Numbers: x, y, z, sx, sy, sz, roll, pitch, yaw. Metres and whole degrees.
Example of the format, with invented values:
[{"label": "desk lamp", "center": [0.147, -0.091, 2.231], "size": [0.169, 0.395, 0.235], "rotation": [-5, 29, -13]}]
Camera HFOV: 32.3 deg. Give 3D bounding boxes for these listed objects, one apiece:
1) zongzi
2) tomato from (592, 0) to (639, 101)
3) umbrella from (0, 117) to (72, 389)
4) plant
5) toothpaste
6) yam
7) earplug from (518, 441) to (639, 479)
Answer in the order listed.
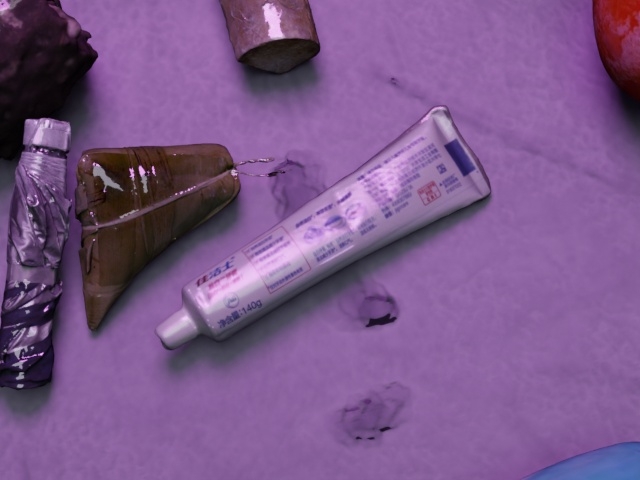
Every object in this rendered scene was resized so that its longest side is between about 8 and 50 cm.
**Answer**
[{"label": "zongzi", "center": [-0.098, -0.005, 0.801], "size": [0.154, 0.062, 0.130], "rotation": [-5, 99, -18]}, {"label": "tomato", "center": [0.280, -0.177, 0.786], "size": [0.187, 0.151, 0.187], "rotation": [-1, 74, 2]}, {"label": "umbrella", "center": [-0.194, 0.010, 0.761], "size": [0.046, 0.050, 0.188], "rotation": [6, 96, -38]}, {"label": "plant", "center": [-0.292, -0.095, 0.761], "size": [0.274, 0.146, 0.149], "rotation": [-38, 63, -7]}, {"label": "toothpaste", "center": [-0.001, -0.001, 0.793], "size": [0.268, 0.047, 0.069], "rotation": [-32, 61, -10]}, {"label": "yam", "center": [-0.051, -0.210, 0.828], "size": [0.068, 0.068, 0.169], "rotation": [-14, 80, -4]}, {"label": "earplug", "center": [0.122, 0.250, 0.687], "size": [0.324, 0.185, 0.185], "rotation": [-35, 81, -15]}]
